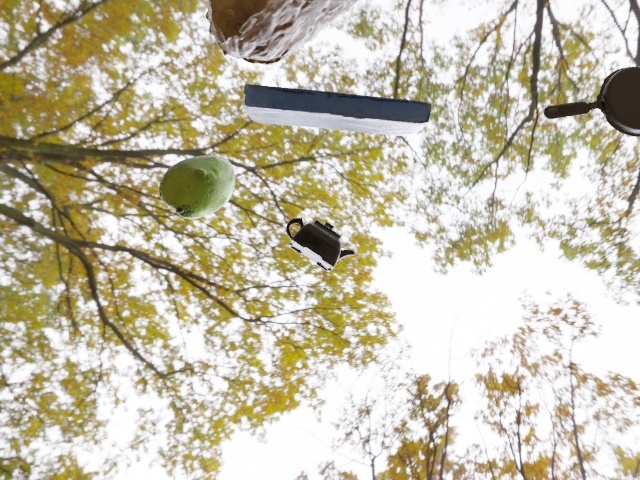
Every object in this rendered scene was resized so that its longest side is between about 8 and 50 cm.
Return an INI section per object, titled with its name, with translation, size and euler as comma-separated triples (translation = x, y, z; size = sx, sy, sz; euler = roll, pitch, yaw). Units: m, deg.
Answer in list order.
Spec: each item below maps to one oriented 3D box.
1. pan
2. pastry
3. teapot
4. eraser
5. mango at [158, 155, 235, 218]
[pan]
translation = 0.529, -0.250, 0.970
size = 0.235, 0.028, 0.136
euler = -8, -99, 1
[pastry]
translation = -0.059, -0.435, 0.868
size = 0.311, 0.255, 0.162
euler = -32, -101, 5
[teapot]
translation = 0.000, 0.000, 1.276
size = 0.177, 0.087, 0.096
euler = 32, -104, 0
[eraser]
translation = 0.026, -0.224, 0.932
size = 0.312, 0.144, 0.043
euler = 5, -88, -3
[mango]
translation = -0.229, -0.112, 1.028
size = 0.100, 0.178, 0.119
euler = -33, -79, 40
